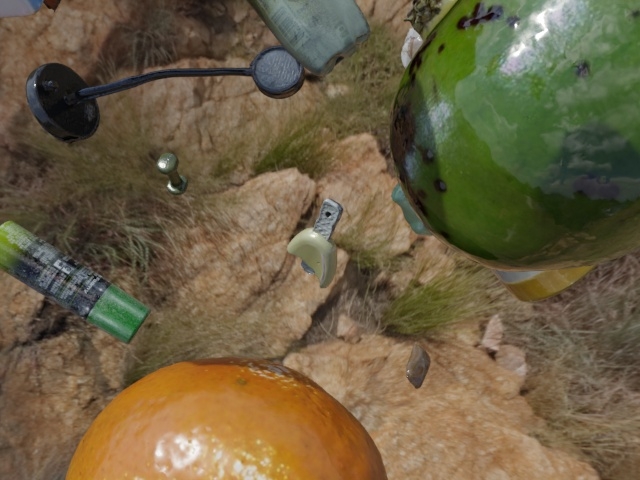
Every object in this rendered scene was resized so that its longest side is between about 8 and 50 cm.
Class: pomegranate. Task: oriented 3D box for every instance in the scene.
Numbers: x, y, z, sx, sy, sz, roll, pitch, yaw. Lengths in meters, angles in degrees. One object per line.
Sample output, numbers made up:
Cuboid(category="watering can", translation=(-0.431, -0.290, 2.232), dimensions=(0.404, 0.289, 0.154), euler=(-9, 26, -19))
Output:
Cuboid(category="pomegranate", translation=(0.164, -0.102, 0.460), dimensions=(0.270, 0.254, 0.254), euler=(43, 81, 9))

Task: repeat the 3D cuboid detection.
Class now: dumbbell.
Cuboid(category="dumbbell", translation=(-0.327, -0.146, 1.400), dimensions=(0.046, 0.118, 0.052), euler=(15, 67, 8))

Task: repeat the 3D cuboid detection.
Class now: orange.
Cuboid(category="orange", translation=(-0.113, 0.347, 0.818), dimensions=(0.424, 0.326, 0.423), euler=(5, 105, 20))

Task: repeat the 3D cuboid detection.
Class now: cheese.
Cuboid(category="cheese", translation=(0.001, 0.000, 1.370), dimensions=(0.127, 0.235, 0.050), euler=(36, 49, 11))

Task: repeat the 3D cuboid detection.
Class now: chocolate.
Cuboid(category="chocolate", translation=(0.232, 0.293, 1.480), dimensions=(0.064, 0.031, 0.100), euler=(51, 41, -17))

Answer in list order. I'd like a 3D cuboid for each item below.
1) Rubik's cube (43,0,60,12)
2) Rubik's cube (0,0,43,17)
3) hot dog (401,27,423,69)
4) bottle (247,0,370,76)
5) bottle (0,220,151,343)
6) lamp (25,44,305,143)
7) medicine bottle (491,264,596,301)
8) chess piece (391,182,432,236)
Cuboid(category="Rubik's cube", translation=(-0.514, -0.599, 1.280), dimensions=(0.250, 0.284, 0.234), euler=(-40, 54, -8))
Cuboid(category="Rubik's cube", translation=(-0.378, -0.373, 0.490), dimensions=(0.291, 0.290, 0.291), euler=(-1, 61, 8))
Cuboid(category="hot dog", translation=(0.266, -0.332, 1.191), dimensions=(0.253, 0.131, 0.069), euler=(25, 50, 30))
Cuboid(category="bottle", translation=(-0.058, -0.283, 0.604), dimensions=(0.083, 0.083, 0.269), euler=(-38, 96, -8))
Cuboid(category="bottle", translation=(-0.501, 0.087, 1.263), dimensions=(0.330, 0.093, 0.093), euler=(33, 79, -7))
Cuboid(category="lamp", translation=(-0.201, -0.207, 0.860), dimensions=(0.372, 0.108, 0.130), euler=(-9, 74, 6))
Cuboid(category="medicine bottle", translation=(0.426, -0.033, 1.296), dimensions=(0.238, 0.238, 0.232), euler=(-43, 100, -9))
Cuboid(category="chess piece", translation=(0.242, -0.160, 1.487), dimensions=(0.176, 0.176, 0.298), euler=(6, 80, 3))
